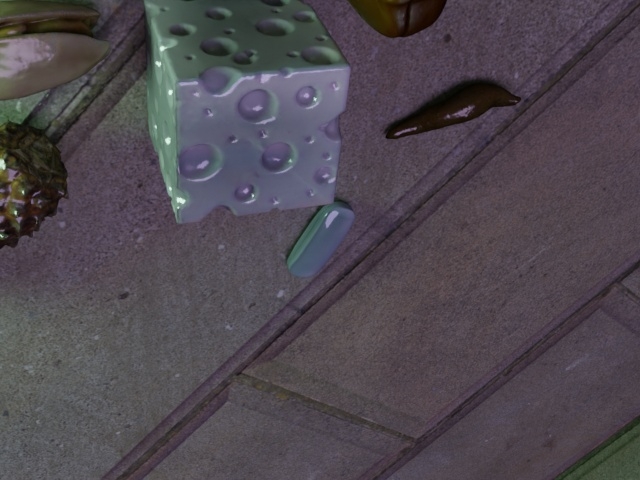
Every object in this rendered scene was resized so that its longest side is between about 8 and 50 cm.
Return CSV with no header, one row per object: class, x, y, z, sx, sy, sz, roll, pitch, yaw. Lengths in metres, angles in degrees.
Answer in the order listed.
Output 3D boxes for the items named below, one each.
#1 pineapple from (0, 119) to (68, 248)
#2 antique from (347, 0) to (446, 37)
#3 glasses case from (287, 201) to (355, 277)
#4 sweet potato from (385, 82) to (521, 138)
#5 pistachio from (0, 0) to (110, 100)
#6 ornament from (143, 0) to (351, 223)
pineapple,-0.535,-0.033,1.304,0.361,0.175,0.175,-31,138,25
antique,0.090,-0.384,1.161,0.129,0.278,0.223,-22,106,-6
glasses case,0.000,0.000,1.640,0.067,0.045,0.178,14,123,-34
sweet potato,0.232,-0.229,1.518,0.249,0.059,0.069,-20,174,-3
pistachio,-0.398,-0.257,1.164,0.223,0.126,0.152,-19,170,-14
ornament,-0.115,-0.200,1.259,0.240,0.240,0.239,-8,132,-17
